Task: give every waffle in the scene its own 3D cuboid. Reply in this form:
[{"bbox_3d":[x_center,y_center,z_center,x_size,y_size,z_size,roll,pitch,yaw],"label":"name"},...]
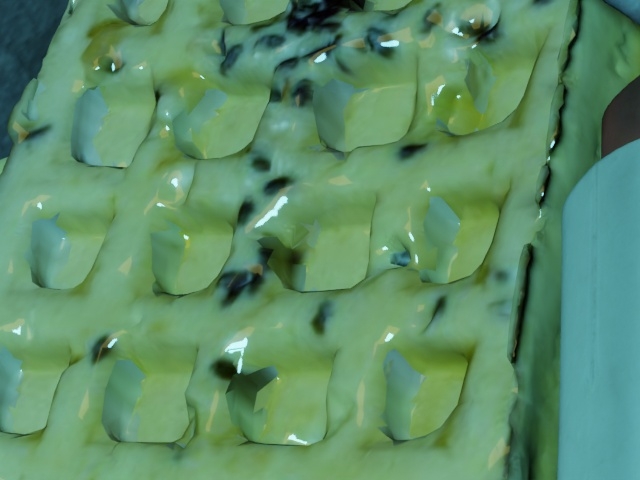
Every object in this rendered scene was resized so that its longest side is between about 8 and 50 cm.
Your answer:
[{"bbox_3d":[0.000,0.000,0.684,0.261,0.114,0.376,-2,58,34],"label":"waffle"}]

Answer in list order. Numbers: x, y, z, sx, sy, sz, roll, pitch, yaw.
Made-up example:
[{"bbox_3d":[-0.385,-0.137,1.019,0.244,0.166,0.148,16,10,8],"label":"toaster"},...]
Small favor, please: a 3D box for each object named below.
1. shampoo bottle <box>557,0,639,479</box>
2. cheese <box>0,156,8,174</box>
[{"bbox_3d":[0.115,0.028,0.543,0.071,0.153,0.284,-45,42,46],"label":"shampoo bottle"},{"bbox_3d":[-0.109,-0.023,0.834,0.083,0.030,0.044,-12,47,21],"label":"cheese"}]
